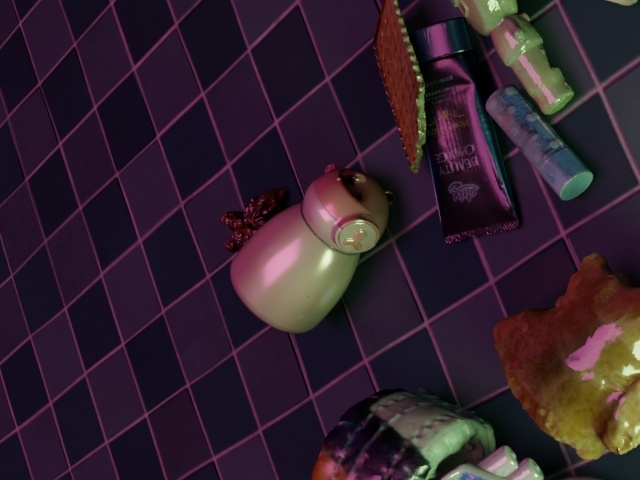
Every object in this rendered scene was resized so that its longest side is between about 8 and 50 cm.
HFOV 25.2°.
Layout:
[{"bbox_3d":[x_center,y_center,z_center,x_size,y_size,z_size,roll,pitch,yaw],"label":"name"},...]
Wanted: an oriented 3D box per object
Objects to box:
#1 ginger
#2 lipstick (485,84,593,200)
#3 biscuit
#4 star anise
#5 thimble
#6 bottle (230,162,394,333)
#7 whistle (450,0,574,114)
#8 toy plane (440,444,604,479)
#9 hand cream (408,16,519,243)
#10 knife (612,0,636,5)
[{"bbox_3d":[0.325,0.121,1.575,0.270,0.123,0.219,-35,64,41],"label":"ginger"},{"bbox_3d":[0.257,-0.118,1.690,0.158,0.048,0.048,55,128,30],"label":"lipstick"},{"bbox_3d":[0.103,-0.205,1.808,0.144,0.016,0.203,103,155,-61],"label":"biscuit"},{"bbox_3d":[-0.077,-0.024,2.032,0.191,0.070,0.097,-28,70,41],"label":"star anise"},{"bbox_3d":[0.108,0.296,1.751,0.150,0.237,0.237,25,109,39],"label":"thimble"},{"bbox_3d":[0.000,0.000,1.904,0.236,0.147,0.147,-48,58,27],"label":"bottle"},{"bbox_3d":[0.211,-0.261,1.695,0.067,0.126,0.258,-33,78,0],"label":"whistle"},{"bbox_3d":[0.236,0.367,1.644,0.267,0.122,0.267,0,91,12],"label":"toy plane"},{"bbox_3d":[0.174,-0.137,1.780,0.120,0.061,0.270,-13,89,43],"label":"hand cream"},{"bbox_3d":[0.234,-0.339,1.678,0.336,0.081,0.043,30,107,42],"label":"knife"}]
